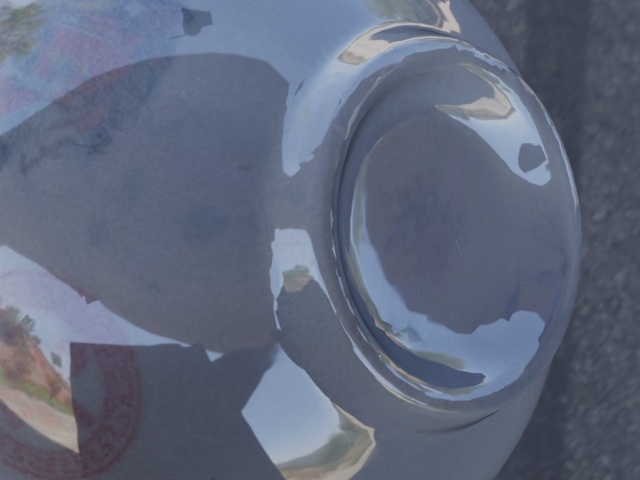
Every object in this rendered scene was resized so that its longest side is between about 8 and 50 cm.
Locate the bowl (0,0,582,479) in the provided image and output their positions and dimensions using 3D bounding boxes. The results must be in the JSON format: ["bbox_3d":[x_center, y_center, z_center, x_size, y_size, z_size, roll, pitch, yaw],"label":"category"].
[{"bbox_3d":[0.000,0.000,0.713,0.345,0.157,0.345,5,82,-42],"label":"bowl"}]
